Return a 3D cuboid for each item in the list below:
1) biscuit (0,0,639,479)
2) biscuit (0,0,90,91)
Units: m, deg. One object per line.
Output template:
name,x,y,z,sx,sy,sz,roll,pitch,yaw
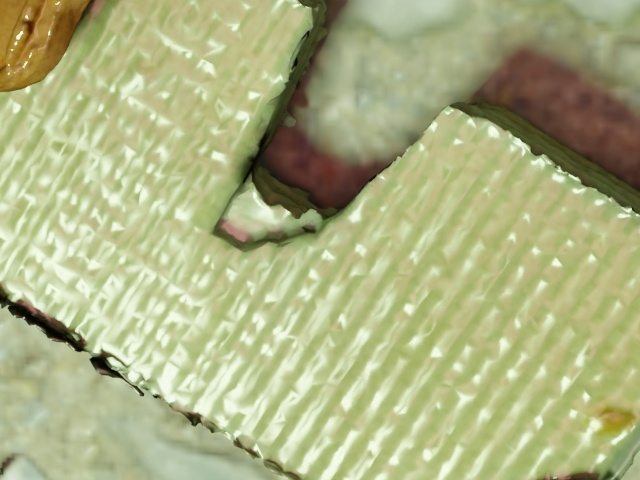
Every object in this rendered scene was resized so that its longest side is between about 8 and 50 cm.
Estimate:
biscuit,0.000,0.000,0.633,0.250,0.046,0.147,31,107,2
biscuit,-0.100,-0.103,0.610,0.130,0.019,0.102,-53,53,17
